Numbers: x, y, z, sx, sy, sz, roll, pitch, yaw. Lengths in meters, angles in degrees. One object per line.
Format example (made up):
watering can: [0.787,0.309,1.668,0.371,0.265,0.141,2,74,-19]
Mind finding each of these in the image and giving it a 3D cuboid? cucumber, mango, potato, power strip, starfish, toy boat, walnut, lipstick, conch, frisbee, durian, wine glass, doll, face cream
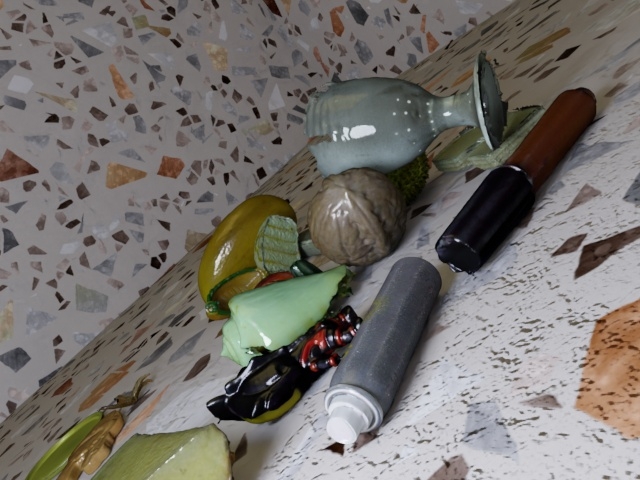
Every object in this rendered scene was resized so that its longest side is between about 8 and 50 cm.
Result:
cucumber: [-0.015,0.071,1.166,0.048,0.105,0.048,-42,20,19]
mango: [-0.190,0.019,1.633,0.331,0.195,0.142,-46,38,-20]
potato: [-0.218,0.325,0.831,0.269,0.112,0.255,-38,9,-9]
power strip: [-0.002,-0.002,1.497,0.080,0.048,0.286,-42,13,-23]
starfish: [-0.444,0.362,1.475,0.133,0.041,0.130,-38,0,-4]
toy boat: [-0.195,0.119,1.517,0.229,0.089,0.088,-37,-8,-48]
walnut: [0.062,-0.042,1.127,0.178,0.178,0.230,-40,-21,-3]
lipstick: [0.299,-0.104,0.938,0.418,0.077,0.077,-45,14,-31]
conch: [-0.051,0.131,1.071,0.251,0.137,0.143,-19,-12,5]
frisbee: [-0.603,0.495,1.528,0.236,0.017,0.236,-37,12,9]
durian: [0.141,-0.126,1.333,0.198,0.146,0.159,-47,30,-10]
wine glass: [0.143,-0.212,1.153,0.357,0.190,0.190,-4,30,29]
doll: [-0.041,0.182,0.908,0.249,0.088,0.127,-32,-9,-11]
face cream: [0.077,0.124,0.776,0.073,0.073,0.283,-29,16,38]

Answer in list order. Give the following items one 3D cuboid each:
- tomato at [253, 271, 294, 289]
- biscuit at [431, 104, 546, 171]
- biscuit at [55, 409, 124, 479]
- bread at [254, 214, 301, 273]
tomato: [-0.079,0.111,1.226,0.139,0.091,0.159,-40,15,1]
biscuit: [0.319,-0.189,1.247,0.147,0.046,0.250,-42,14,-9]
biscuit: [-0.481,0.434,1.373,0.144,0.040,0.236,-32,15,5]
bread: [-0.110,0.031,1.507,0.110,0.103,0.156,-41,38,50]
